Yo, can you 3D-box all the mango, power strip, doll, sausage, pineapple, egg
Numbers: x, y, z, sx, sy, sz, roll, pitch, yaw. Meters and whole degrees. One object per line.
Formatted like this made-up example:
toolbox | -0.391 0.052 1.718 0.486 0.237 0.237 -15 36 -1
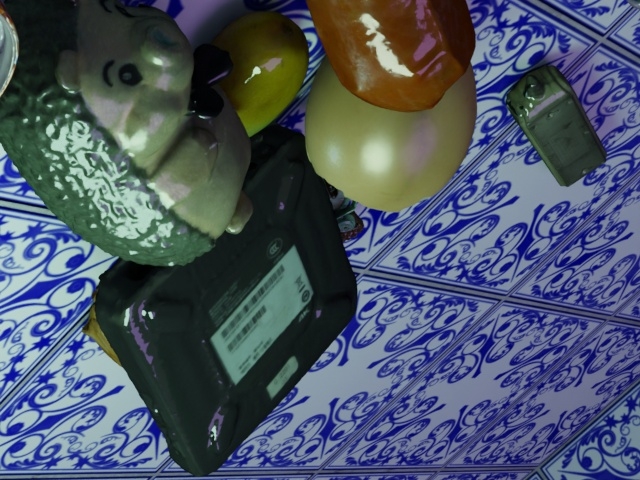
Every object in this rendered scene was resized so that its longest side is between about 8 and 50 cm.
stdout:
mango | -0.081 -0.177 1.795 0.130 0.092 0.195 -14 152 -40
power strip | 0.344 -0.169 2.374 0.092 0.066 0.387 -37 157 6
doll | -0.196 -0.122 1.602 0.247 0.247 0.349 -39 140 8
sausage | 0.068 -0.260 1.692 0.268 0.141 0.153 68 30 -28
pineapple | 0.000 0.000 2.245 0.124 0.058 0.058 -40 155 10
egg | 0.086 -0.162 1.899 0.201 0.201 0.244 -15 130 -36

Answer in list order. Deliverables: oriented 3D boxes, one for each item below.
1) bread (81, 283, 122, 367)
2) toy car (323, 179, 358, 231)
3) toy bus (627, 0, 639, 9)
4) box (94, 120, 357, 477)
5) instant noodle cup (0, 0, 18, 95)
bread | -0.189 0.080 2.068 0.143 0.139 0.229 -19 152 -48
toy car | 0.031 -0.076 2.135 0.054 0.073 0.143 -4 144 -23
toy bus | 0.373 -0.371 1.890 0.142 0.202 0.142 -42 154 9
box | -0.098 0.072 1.978 0.359 0.091 0.350 -48 139 -25
instant noodle cup | -0.369 -0.189 1.298 0.250 0.192 0.250 -28 154 -15
